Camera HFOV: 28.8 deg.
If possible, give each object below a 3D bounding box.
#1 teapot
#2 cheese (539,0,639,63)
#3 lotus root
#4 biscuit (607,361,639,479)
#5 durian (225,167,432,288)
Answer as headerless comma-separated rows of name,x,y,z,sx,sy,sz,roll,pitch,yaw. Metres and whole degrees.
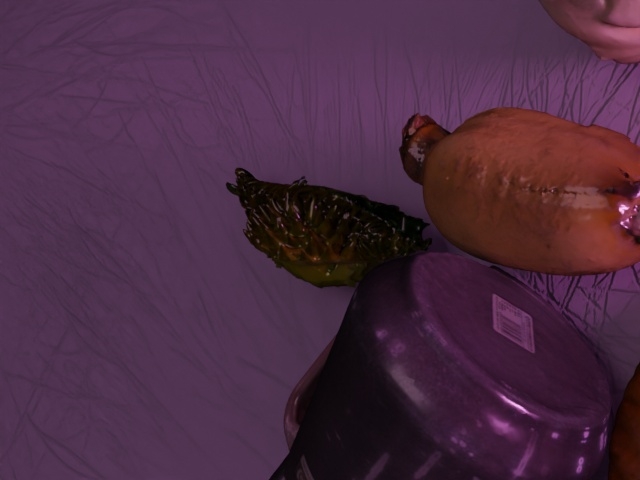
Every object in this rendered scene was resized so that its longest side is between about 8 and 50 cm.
teapot,0.063,0.183,1.125,0.344,0.253,0.300,-52,33,25
cheese,0.296,-0.296,1.121,0.233,0.127,0.266,-39,54,29
lotus root,0.196,-0.043,1.127,0.303,0.146,0.131,19,133,45
biscuit,0.353,0.154,0.938,0.318,0.040,0.318,-35,40,35
durian,0.001,-0.007,1.320,0.375,0.132,0.107,21,80,51
